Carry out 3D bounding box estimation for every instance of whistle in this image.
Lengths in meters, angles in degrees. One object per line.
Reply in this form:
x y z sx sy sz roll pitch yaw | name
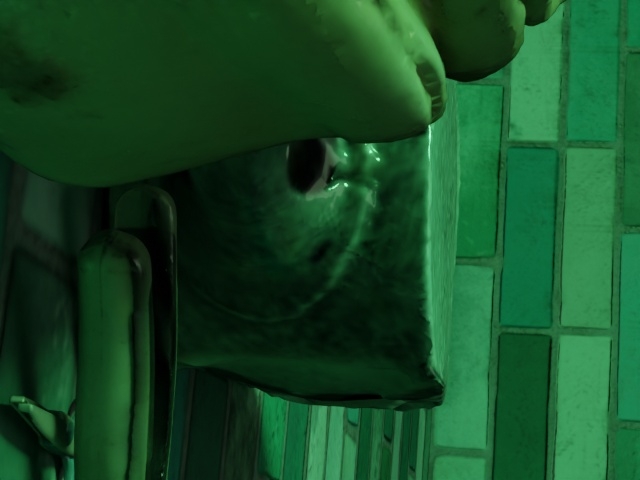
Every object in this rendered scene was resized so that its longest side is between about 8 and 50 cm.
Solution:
-0.002 0.031 0.814 0.405 0.168 0.188 80 16 -47 | whistle

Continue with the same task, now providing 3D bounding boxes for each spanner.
-0.093 0.135 0.659 0.096 0.040 0.325 -71 166 -66 | spanner

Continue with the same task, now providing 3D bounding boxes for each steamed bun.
0.016 -0.182 0.505 0.324 0.219 0.310 -25 116 -49 | steamed bun

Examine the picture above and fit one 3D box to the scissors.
-0.118 0.089 0.623 0.119 0.014 0.058 72 22 -70 | scissors
